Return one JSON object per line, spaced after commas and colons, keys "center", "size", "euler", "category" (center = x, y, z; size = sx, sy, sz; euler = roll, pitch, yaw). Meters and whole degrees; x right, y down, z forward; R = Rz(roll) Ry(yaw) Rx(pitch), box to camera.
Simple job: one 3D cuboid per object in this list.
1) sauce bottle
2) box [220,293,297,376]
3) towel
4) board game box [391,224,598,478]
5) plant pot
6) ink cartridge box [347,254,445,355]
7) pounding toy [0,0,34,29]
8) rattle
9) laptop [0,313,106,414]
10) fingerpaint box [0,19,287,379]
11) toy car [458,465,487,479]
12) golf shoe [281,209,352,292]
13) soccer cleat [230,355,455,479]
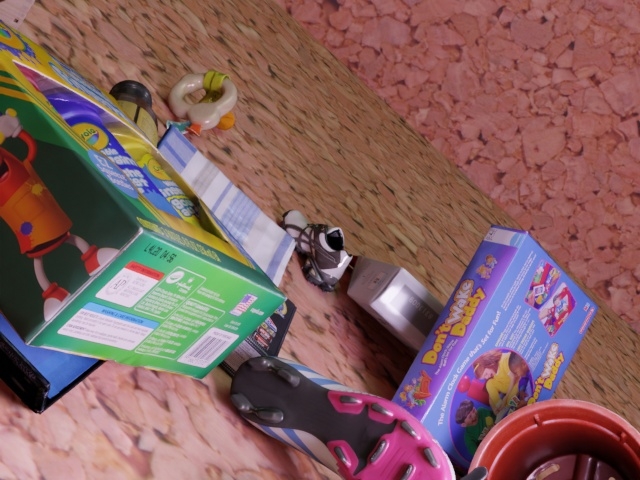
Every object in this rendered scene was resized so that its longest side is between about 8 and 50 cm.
{"center": [-0.287, -0.146, 1.803], "size": [0.111, 0.111, 0.344], "euler": [40, 18, -17], "category": "sauce bottle"}
{"center": [-0.161, 0.056, 1.721], "size": [0.270, 0.060, 0.216], "euler": [44, 17, -6], "category": "box"}
{"center": [-0.157, -0.041, 1.920], "size": [0.285, 0.034, 0.209], "euler": [45, 29, -12], "category": "towel"}
{"center": [0.271, 0.184, 1.938], "size": [0.078, 0.347, 0.233], "euler": [14, -22, 51], "category": "board game box"}
{"center": [0.366, 0.392, 1.835], "size": [0.272, 0.272, 0.265], "euler": [53, 1, 24], "category": "plant pot"}
{"center": [0.165, 0.157, 2.189], "size": [0.308, 0.091, 0.385], "euler": [41, -8, -14], "category": "ink cartridge box"}
{"center": [-0.530, -0.410, 1.891], "size": [0.206, 0.094, 0.181], "euler": [28, 27, -21], "category": "pounding toy"}
{"center": [-0.216, -0.204, 2.247], "size": [0.130, 0.143, 0.200], "euler": [9, 43, -9], "category": "rattle"}
{"center": [-0.311, 0.043, 1.247], "size": [0.234, 0.136, 0.264], "euler": [45, -21, 2], "category": "laptop"}
{"center": [-0.264, -0.049, 1.372], "size": [0.371, 0.163, 0.445], "euler": [48, 5, 19], "category": "fingerpaint box"}
{"center": [0.152, 0.365, 1.524], "size": [0.149, 0.188, 0.155], "euler": [30, 23, -41], "category": "toy car"}
{"center": [0.000, 0.000, 2.176], "size": [0.077, 0.094, 0.198], "euler": [27, 23, -44], "category": "golf shoe"}
{"center": [0.039, 0.235, 1.544], "size": [0.331, 0.116, 0.143], "euler": [27, -3, 30], "category": "soccer cleat"}
